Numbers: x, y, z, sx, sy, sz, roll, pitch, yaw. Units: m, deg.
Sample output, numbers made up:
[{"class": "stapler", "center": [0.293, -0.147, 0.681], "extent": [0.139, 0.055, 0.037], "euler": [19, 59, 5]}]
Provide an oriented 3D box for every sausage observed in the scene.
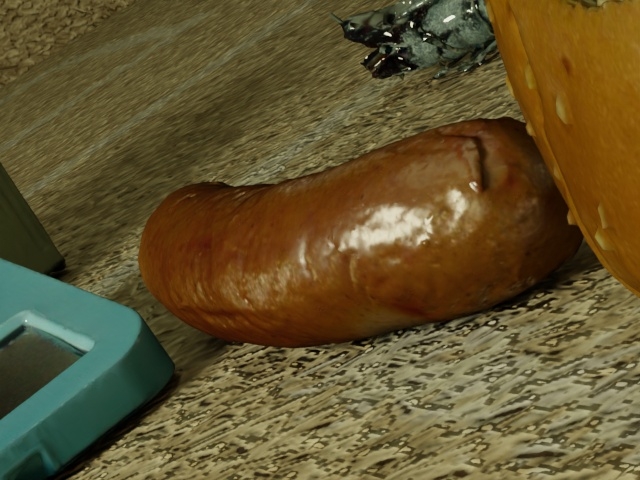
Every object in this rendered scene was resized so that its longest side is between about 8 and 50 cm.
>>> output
[{"class": "sausage", "center": [-0.003, 0.003, 0.804], "extent": [0.103, 0.076, 0.302], "euler": [-38, 15, -25]}]

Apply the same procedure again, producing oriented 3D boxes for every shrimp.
[{"class": "shrimp", "center": [0.093, -0.153, 1.149], "extent": [0.174, 0.082, 0.076], "euler": [-21, 11, 12]}]

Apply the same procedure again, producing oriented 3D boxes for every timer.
[{"class": "timer", "center": [-0.215, 0.096, 0.915], "extent": [0.232, 0.091, 0.250], "euler": [-37, 19, -26]}]

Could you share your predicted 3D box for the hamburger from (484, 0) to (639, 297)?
[{"class": "hamburger", "center": [0.133, -0.044, 0.523], "extent": [0.144, 0.157, 0.283], "euler": [-12, 18, -4]}]

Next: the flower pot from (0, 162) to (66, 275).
[{"class": "flower pot", "center": [-0.323, 0.004, 1.246], "extent": [0.209, 0.190, 0.239], "euler": [-25, 15, 27]}]
